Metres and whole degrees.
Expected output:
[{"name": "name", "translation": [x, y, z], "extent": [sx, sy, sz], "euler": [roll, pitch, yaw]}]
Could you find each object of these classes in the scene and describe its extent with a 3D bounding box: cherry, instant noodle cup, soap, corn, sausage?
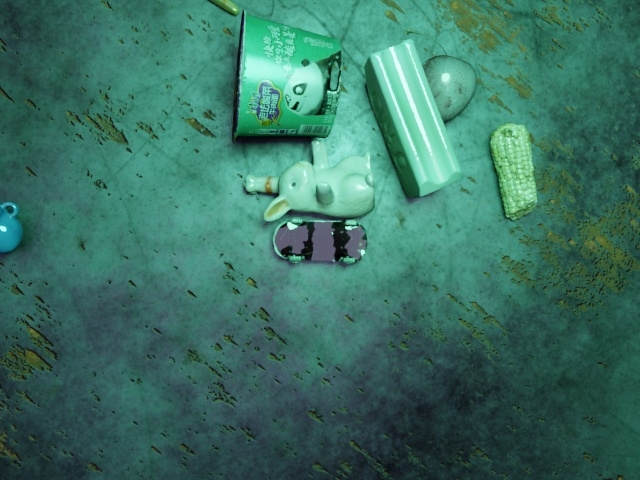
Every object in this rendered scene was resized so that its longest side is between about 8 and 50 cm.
[{"name": "cherry", "translation": [0.235, -0.323, 1.083], "extent": [0.188, 0.115, 0.148], "euler": [5, 130, -33]}, {"name": "instant noodle cup", "translation": [-0.069, -0.306, 1.027], "extent": [0.190, 0.251, 0.251], "euler": [4, 93, -12]}, {"name": "soap", "translation": [0.180, -0.236, 1.068], "extent": [0.095, 0.173, 0.289], "euler": [-22, 95, -1]}, {"name": "corn", "translation": [0.422, -0.149, 1.131], "extent": [0.087, 0.087, 0.210], "euler": [-13, 93, -2]}, {"name": "sausage", "translation": [-0.230, -0.518, 1.104], "extent": [0.132, 0.024, 0.024], "euler": [30, 91, -4]}]

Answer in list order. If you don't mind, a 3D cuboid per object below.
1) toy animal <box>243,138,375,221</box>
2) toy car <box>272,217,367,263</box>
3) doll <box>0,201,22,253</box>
[{"name": "toy animal", "translation": [-0.017, -0.117, 1.079], "extent": [0.283, 0.140, 0.138], "euler": [4, 133, -8]}, {"name": "toy car", "translation": [0.000, 0.000, 1.130], "extent": [0.205, 0.056, 0.095], "euler": [2, 93, 0]}, {"name": "doll", "translation": [-0.779, 0.006, 1.043], "extent": [0.363, 0.145, 0.199], "euler": [-25, 112, -5]}]
